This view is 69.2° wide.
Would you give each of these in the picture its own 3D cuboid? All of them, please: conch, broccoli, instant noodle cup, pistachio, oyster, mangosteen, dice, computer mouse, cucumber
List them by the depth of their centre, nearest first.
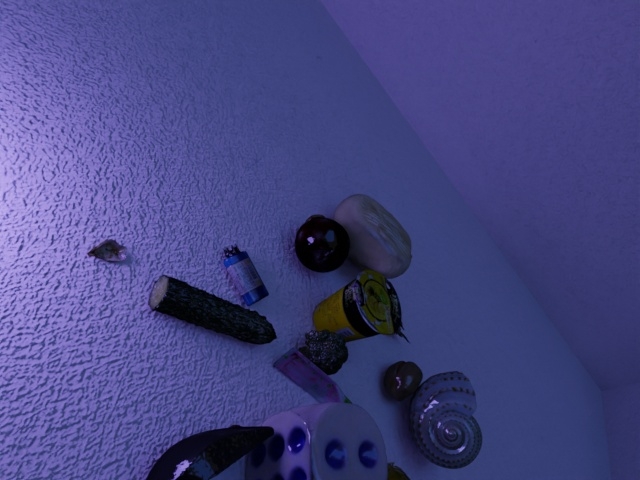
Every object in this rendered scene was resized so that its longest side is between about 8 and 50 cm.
[{"bbox_3d":[-0.238,0.447,0.993,0.295,0.168,0.087,-9,70,-54],"label":"computer mouse"},{"bbox_3d":[-0.502,0.023,1.093,0.093,0.034,0.051,27,62,-50],"label":"oyster"},{"bbox_3d":[-0.012,0.544,1.111,0.251,0.259,0.243,21,49,-38],"label":"dice"},{"bbox_3d":[-0.259,0.191,1.202,0.359,0.096,0.096,28,46,-35],"label":"cucumber"},{"bbox_3d":[0.007,0.330,1.384,0.162,0.146,0.138,49,-3,-34],"label":"broccoli"},{"bbox_3d":[0.105,0.230,1.472,0.215,0.236,0.216,28,46,-34],"label":"instant noodle cup"},{"bbox_3d":[0.402,0.598,1.575,0.215,0.319,0.303,5,77,-13],"label":"conch"},{"bbox_3d":[0.000,0.000,1.575,0.194,0.194,0.231,31,20,-32],"label":"mangosteen"},{"bbox_3d":[0.290,0.482,1.612,0.184,0.124,0.125,-3,68,-54],"label":"pistachio"}]

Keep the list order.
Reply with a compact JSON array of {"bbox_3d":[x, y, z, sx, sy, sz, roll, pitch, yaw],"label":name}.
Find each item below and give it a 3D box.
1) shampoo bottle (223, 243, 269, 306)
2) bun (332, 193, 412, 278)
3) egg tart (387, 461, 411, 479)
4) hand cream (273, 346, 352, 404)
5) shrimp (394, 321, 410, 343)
[{"bbox_3d":[-0.223,0.096,1.345,0.087,0.050,0.183,-26,86,-51],"label":"shampoo bottle"},{"bbox_3d":[0.186,0.004,1.749,0.361,0.213,0.361,36,26,-21],"label":"bun"},{"bbox_3d":[0.235,0.804,1.325,0.314,0.120,0.315,27,47,-34],"label":"egg tart"},{"bbox_3d":[-0.015,0.414,1.343,0.275,0.050,0.079,45,76,-20],"label":"hand cream"},{"bbox_3d":[0.272,0.305,1.749,0.233,0.079,0.090,52,-1,-13],"label":"shrimp"}]
